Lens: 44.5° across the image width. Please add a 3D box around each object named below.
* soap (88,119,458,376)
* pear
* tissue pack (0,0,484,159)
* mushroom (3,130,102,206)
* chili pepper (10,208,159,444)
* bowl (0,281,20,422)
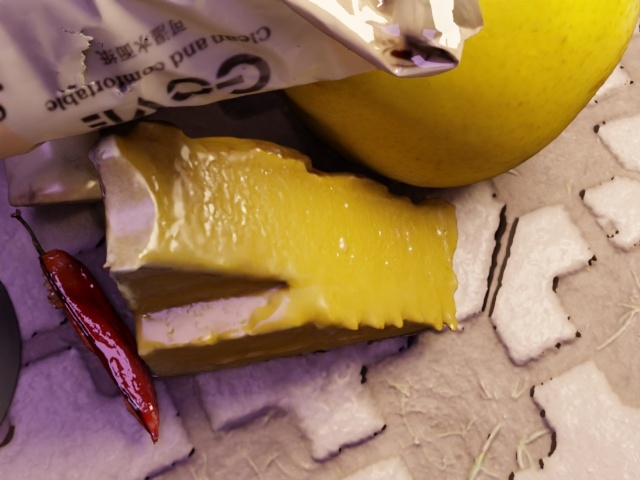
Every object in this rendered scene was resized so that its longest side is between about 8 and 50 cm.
[{"bbox_3d":[0.000,0.000,0.680,0.339,0.304,0.169,-9,73,-9],"label":"soap"},{"bbox_3d":[0.111,-0.231,0.750,0.418,0.362,0.362,-7,64,-47],"label":"pear"},{"bbox_3d":[-0.113,-0.254,0.513,0.375,0.195,0.390,-12,79,5],"label":"tissue pack"},{"bbox_3d":[-0.252,-0.236,0.753,0.315,0.315,0.356,-11,59,-10],"label":"mushroom"},{"bbox_3d":[-0.221,0.077,0.760,0.050,0.059,0.268,-32,77,-28],"label":"chili pepper"},{"bbox_3d":[-0.430,0.098,0.686,0.289,0.146,0.289,2,68,-4],"label":"bowl"}]
